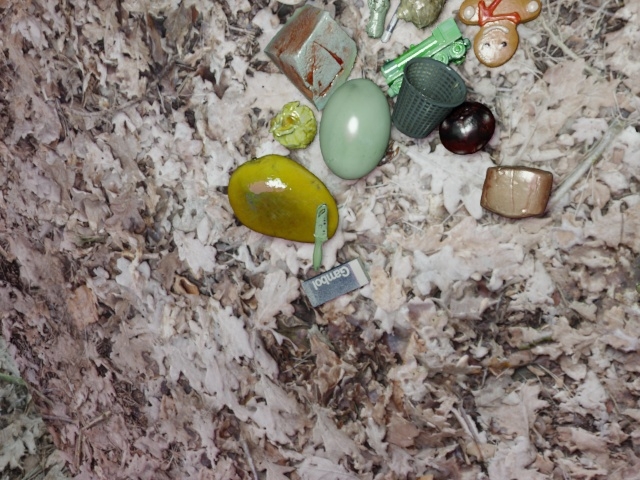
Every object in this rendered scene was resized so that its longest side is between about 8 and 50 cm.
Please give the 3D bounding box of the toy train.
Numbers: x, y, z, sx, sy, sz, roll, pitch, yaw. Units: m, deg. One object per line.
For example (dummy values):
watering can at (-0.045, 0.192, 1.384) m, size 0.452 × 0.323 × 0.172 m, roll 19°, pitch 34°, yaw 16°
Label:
toy train at (0.285, -0.498, 1.290) m, size 0.251 × 0.085 × 0.119 m, roll -27°, pitch 86°, yaw 19°

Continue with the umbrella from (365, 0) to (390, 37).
umbrella at (0.160, -0.643, 1.308) m, size 0.067 × 0.062 × 0.143 m, roll -2°, pitch 115°, yaw -17°

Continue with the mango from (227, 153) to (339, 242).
mango at (-0.109, -0.115, 1.434) m, size 0.365 × 0.182 × 0.253 m, roll 31°, pitch 113°, yaw -3°

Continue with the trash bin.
trash bin at (0.271, -0.360, 1.229) m, size 0.175 × 0.175 × 0.161 m, roll 35°, pitch 146°, yaw 8°

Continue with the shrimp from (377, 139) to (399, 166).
shrimp at (0.204, -0.254, 1.392) m, size 0.038 × 0.029 × 0.092 m, roll 36°, pitch 106°, yaw 9°

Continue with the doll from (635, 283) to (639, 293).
doll at (0.957, 0.140, 1.121) m, size 0.349 × 0.247 × 0.247 m, roll 32°, pitch 109°, yaw 17°

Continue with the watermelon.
watermelon at (-0.046, -0.541, 1.323) m, size 0.261 × 0.201 × 0.213 m, roll 43°, pitch 103°, yaw 10°

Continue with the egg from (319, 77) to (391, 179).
egg at (0.097, -0.311, 1.321) m, size 0.203 × 0.203 × 0.283 m, roll 15°, pitch 104°, yaw 14°

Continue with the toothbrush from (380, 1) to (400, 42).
toothbrush at (0.243, -0.687, 1.290) m, size 0.024 × 0.026 × 0.288 m, roll 33°, pitch 110°, yaw 12°

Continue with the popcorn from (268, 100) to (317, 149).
popcorn at (-0.076, -0.343, 1.407) m, size 0.141 × 0.162 × 0.135 m, roll -44°, pitch 99°, yaw 4°

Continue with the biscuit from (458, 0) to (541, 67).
biscuit at (0.470, -0.624, 1.220) m, size 0.205 × 0.049 × 0.324 m, roll 9°, pitch 106°, yaw 15°

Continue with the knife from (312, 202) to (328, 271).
knife at (0.000, -0.002, 1.414) m, size 0.043 × 0.020 × 0.293 m, roll -3°, pitch 136°, yaw -6°

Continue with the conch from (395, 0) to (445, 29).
conch at (0.280, -0.656, 1.229) m, size 0.207 × 0.130 × 0.155 m, roll -34°, pitch 126°, yaw 2°

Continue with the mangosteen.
mangosteen at (0.401, -0.298, 1.267) m, size 0.152 × 0.152 × 0.152 m, roll 4°, pitch 102°, yaw 17°

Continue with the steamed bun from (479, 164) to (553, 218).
steamed bun at (0.532, -0.134, 1.275) m, size 0.175 × 0.106 × 0.145 m, roll 13°, pitch 111°, yaw 29°

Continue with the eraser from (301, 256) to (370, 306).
eraser at (0.050, 0.135, 1.515) m, size 0.212 × 0.046 × 0.092 m, roll -26°, pitch 93°, yaw 21°
